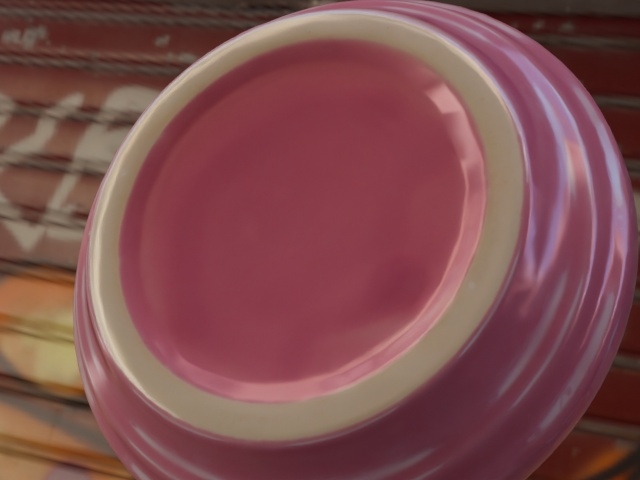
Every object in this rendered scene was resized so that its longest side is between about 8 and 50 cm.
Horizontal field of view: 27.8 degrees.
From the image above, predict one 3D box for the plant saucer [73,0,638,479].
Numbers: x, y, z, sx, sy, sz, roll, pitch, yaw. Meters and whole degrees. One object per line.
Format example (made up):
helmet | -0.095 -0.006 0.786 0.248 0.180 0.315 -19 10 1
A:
plant saucer | 0.000 0.000 0.708 0.332 0.332 0.084 6 -21 25
